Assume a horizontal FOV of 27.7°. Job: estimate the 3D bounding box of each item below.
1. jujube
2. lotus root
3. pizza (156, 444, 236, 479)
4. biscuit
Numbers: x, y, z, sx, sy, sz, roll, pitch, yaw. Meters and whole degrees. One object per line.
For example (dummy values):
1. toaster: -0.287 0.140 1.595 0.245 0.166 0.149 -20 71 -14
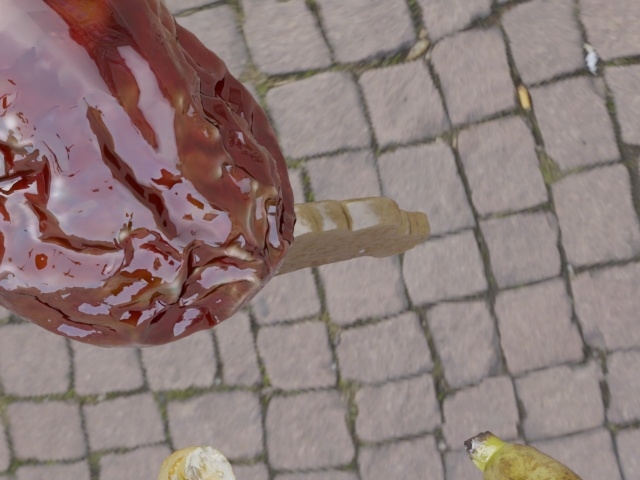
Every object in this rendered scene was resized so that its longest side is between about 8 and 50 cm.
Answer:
1. jujube: -0.188 -0.071 1.028 0.276 0.276 0.377 -29 128 11
2. lotus root: 0.195 0.237 1.165 0.094 0.191 0.108 9 116 -24
3. pizza: -0.093 0.244 0.973 0.127 0.058 0.246 47 147 32
4. biscuit: 0.008 -0.004 1.340 0.183 0.320 0.047 -23 77 41
